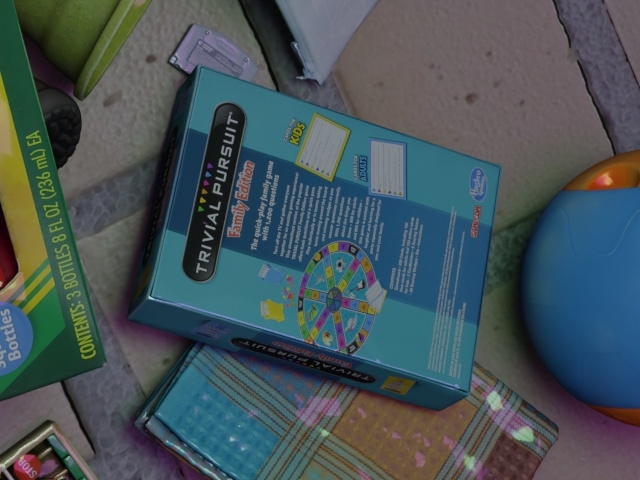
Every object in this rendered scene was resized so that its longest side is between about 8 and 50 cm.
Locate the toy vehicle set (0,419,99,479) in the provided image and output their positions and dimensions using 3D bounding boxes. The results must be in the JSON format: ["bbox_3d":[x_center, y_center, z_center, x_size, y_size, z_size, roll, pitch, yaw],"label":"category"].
[{"bbox_3d":[-0.250,0.328,1.784,0.166,0.035,0.267,-38,102,-17],"label":"toy vehicle set"}]

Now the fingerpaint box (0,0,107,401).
[{"bbox_3d":[-0.417,-0.057,1.506,0.371,0.163,0.445,-17,103,-21],"label":"fingerpaint box"}]

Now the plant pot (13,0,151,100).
[{"bbox_3d":[-0.257,-0.311,1.696,0.254,0.276,0.276,31,78,-5],"label":"plant pot"}]

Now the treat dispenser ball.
[{"bbox_3d":[0.349,0.048,1.880,0.288,0.288,0.288,0,89,-21],"label":"treat dispenser ball"}]

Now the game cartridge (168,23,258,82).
[{"bbox_3d":[-0.107,-0.180,1.860,0.083,0.017,0.056,35,81,-17],"label":"game cartridge"}]

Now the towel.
[{"bbox_3d":[0.036,0.183,1.837,0.370,0.040,0.271,36,66,-4],"label":"towel"}]

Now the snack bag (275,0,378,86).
[{"bbox_3d":[0.043,-0.364,1.791,0.342,0.037,0.323,-54,148,-18],"label":"snack bag"}]

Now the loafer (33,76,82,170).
[{"bbox_3d":[-0.393,-0.036,1.709,0.366,0.134,0.130,-39,65,-15],"label":"loafer"}]

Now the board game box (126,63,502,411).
[{"bbox_3d":[0.000,0.000,1.816,0.336,0.079,0.254,18,65,-16],"label":"board game box"}]
